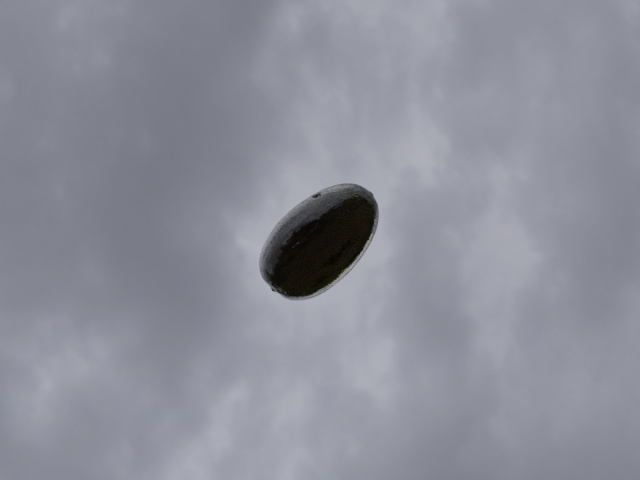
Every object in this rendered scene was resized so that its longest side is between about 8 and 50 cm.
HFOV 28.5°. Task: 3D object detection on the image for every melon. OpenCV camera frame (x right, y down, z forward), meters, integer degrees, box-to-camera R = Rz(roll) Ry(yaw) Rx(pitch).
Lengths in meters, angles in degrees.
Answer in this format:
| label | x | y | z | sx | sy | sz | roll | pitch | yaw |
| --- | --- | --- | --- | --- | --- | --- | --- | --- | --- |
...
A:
| label | x | y | z | sx | sy | sz | roll | pitch | yaw |
| --- | --- | --- | --- | --- | --- | --- | --- | --- | --- |
| melon | 0.000 | 0.000 | 1.454 | 0.162 | 0.099 | 0.099 | -44 | -53 | 5 |
